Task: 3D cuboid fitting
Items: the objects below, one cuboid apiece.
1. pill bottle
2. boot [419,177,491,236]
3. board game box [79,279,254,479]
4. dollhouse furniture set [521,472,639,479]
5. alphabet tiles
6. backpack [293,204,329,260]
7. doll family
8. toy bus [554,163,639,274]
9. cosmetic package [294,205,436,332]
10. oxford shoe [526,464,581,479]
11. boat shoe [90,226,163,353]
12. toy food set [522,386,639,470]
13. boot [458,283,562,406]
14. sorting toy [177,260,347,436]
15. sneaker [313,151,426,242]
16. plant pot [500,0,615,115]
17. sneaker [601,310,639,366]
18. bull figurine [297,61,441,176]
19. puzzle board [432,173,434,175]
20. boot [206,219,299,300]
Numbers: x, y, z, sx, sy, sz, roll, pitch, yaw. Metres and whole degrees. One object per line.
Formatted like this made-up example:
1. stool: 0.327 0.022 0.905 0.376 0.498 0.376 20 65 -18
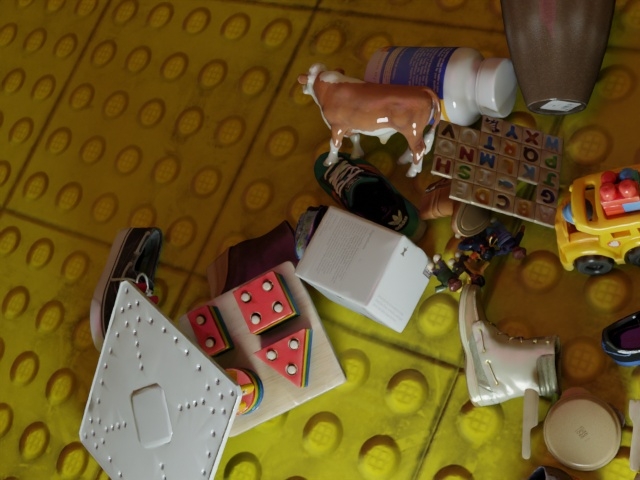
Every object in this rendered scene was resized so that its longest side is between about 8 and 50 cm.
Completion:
1. pill bottle: 0.234 -0.299 1.988 0.272 0.152 0.152 8 72 33
2. boot: 0.241 -0.060 1.888 0.152 0.073 0.197 -16 26 40
3. board game box: -0.305 0.333 1.963 0.390 0.050 0.390 37 118 37
4. dollhouse furniture set: 0.356 0.435 1.554 0.355 0.174 0.303 24 80 36
5. alphabet tiles: 0.318 -0.138 1.841 0.237 0.009 0.198 16 60 -5
6. backpack: 0.000 0.000 2.018 0.084 0.105 0.114 -1 65 54
7. doll family: 0.287 0.032 1.846 0.193 0.076 0.111 -49 33 7
8. toy bus: 0.478 -0.049 1.691 0.220 0.211 0.149 -11 64 27
9. cosmetic package: 0.084 0.053 1.909 0.183 0.151 0.151 24 82 37
10. oxford shoe: 0.275 0.443 1.513 0.271 0.098 0.097 -55 29 3
11. boat shoe: -0.404 0.103 2.201 0.105 0.113 0.306 -5 49 22
12. toy food set: 0.424 0.304 1.657 0.192 0.038 0.132 4 85 19
13. boot: 0.325 0.169 1.749 0.165 0.077 0.213 -12 76 25
14. sorting toy: -0.122 0.203 1.931 0.257 0.089 0.255 -27 77 9
15. sneaker: 0.078 -0.105 2.006 0.108 0.121 0.302 -52 52 1
16. plant pot: 0.436 -0.355 1.883 0.215 0.215 0.230 -3 80 29
17. sneaker: 0.561 0.142 1.624 0.232 0.090 0.081 -21 58 21
18. bull figurine: 0.085 -0.235 1.958 0.310 0.101 0.188 12 117 32
19. puzzle board: 0.278 -0.170 1.961 0.128 0.011 0.096 -15 31 24
20. boot: -0.117 0.098 2.045 0.207 0.090 0.248 -28 59 14
